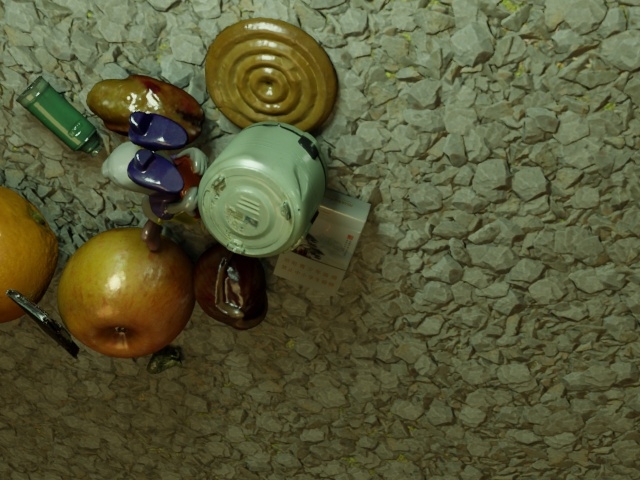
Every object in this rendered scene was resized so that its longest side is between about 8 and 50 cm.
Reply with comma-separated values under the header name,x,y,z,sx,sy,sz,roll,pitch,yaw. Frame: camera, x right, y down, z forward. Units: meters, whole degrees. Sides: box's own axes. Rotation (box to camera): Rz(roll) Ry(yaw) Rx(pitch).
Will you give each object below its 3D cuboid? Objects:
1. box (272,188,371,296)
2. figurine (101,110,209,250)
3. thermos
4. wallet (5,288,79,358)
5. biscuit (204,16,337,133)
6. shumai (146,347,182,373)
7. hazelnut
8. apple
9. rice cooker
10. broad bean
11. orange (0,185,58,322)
name,x,y,z,sx,sy,sz,roll,pitch,yaw
box,0.000,-0.001,1.907,0.150,0.067,0.233,19,131,-2
figurine,-0.313,-0.103,1.738,0.193,0.154,0.421,3,162,6
thermos,-0.527,-0.242,1.851,0.083,0.073,0.187,-31,115,32
wallet,-0.582,0.175,1.928,0.122,0.031,0.232,34,161,16
biscuit,-0.097,-0.297,1.710,0.262,0.037,0.262,8,131,9
shumai,-0.386,0.306,2.266,0.080,0.082,0.083,26,152,-8
hazelnut,-0.186,0.098,1.978,0.202,0.170,0.160,40,152,-30
apple,-0.424,0.121,1.995,0.299,0.275,0.299,4,130,5
rice cooker,-0.103,-0.097,1.710,0.226,0.244,0.226,6,122,10
broad bean,-0.338,-0.254,1.759,0.229,0.156,0.122,18,90,10
orange,-0.728,0.032,1.984,0.312,0.312,0.312,8,130,9
